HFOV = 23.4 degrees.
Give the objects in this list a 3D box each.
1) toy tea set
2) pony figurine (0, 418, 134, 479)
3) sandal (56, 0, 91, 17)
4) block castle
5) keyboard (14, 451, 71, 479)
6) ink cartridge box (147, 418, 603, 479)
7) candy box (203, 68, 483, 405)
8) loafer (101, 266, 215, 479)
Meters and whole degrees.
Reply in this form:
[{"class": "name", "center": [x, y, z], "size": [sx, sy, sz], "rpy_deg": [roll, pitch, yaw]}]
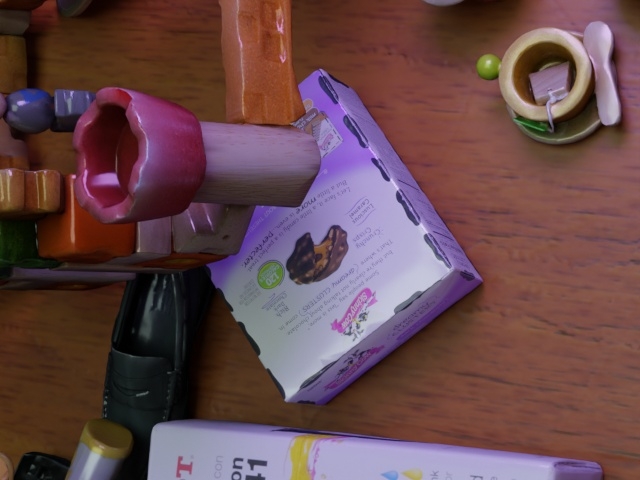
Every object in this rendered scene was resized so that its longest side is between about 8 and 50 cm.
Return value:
[{"class": "toy tea set", "center": [0.210, -0.163, 1.075], "size": [0.336, 0.124, 0.200], "rpy_deg": [5, 84, 26]}, {"class": "pony figurine", "center": [-0.252, 0.334, 1.089], "size": [0.302, 0.351, 0.364], "rpy_deg": [20, 105, -7]}, {"class": "sandal", "center": [-0.146, -0.272, 1.283], "size": [0.240, 0.079, 0.088], "rpy_deg": [-59, 39, 40]}, {"class": "block castle", "center": [-0.219, -0.123, 1.130], "size": [0.453, 0.212, 0.303], "rpy_deg": [-13, 79, 49]}, {"class": "keyboard", "center": [-0.259, 0.261, 1.288], "size": [0.100, 0.038, 0.192], "rpy_deg": [28, 93, 3]}, {"class": "ink cartridge box", "center": [0.030, 0.251, 1.093], "size": [0.306, 0.131, 0.226], "rpy_deg": [2, 83, 24]}, {"class": "candy box", "center": [0.000, 0.000, 1.179], "size": [0.165, 0.070, 0.196], "rpy_deg": [-39, 68, 15]}, {"class": "loafer", "center": [-0.140, 0.099, 1.224], "size": [0.076, 0.078, 0.223], "rpy_deg": [12, 87, 27]}]
